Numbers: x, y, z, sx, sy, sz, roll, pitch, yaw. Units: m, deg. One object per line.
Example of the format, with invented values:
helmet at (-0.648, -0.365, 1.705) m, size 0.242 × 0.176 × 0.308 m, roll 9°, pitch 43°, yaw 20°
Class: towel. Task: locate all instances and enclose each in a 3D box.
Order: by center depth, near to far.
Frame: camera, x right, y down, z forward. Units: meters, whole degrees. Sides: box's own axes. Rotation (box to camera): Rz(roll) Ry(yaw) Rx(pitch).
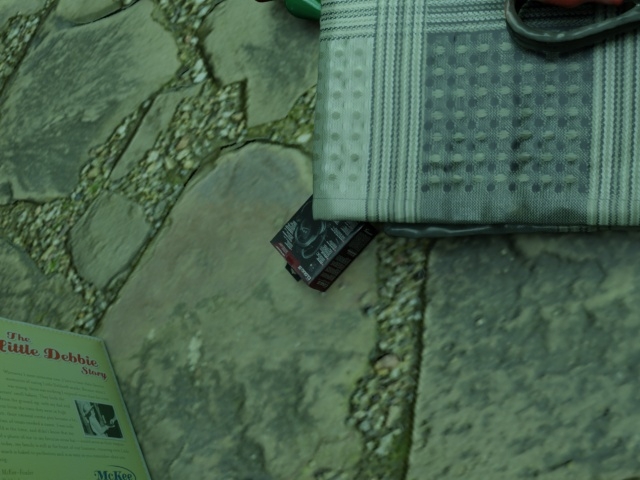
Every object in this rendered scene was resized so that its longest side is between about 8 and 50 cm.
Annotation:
towel at (0.143, -0.161, 0.682) m, size 0.312 × 0.056 × 0.324 m, roll 2°, pitch 87°, yaw 17°

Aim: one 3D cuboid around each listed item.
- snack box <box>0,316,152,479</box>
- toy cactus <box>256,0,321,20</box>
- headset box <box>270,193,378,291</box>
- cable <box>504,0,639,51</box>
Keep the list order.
snack box at (-0.281, 0.148, 0.711) m, size 0.060 × 0.322 × 0.187 m, roll -36°, pitch 61°, yaw 17°
toy cactus at (0.027, -0.237, 0.794) m, size 0.219 × 0.112 × 0.181 m, roll -5°, pitch 83°, yaw 19°
headset box at (0.000, 0.000, 0.769) m, size 0.083 × 0.032 × 0.062 m, roll -49°, pitch 58°, yaw 9°
cable at (0.241, -0.176, 0.588) m, size 0.287 × 0.072 × 0.139 m, roll 24°, pitch 99°, yaw 16°
